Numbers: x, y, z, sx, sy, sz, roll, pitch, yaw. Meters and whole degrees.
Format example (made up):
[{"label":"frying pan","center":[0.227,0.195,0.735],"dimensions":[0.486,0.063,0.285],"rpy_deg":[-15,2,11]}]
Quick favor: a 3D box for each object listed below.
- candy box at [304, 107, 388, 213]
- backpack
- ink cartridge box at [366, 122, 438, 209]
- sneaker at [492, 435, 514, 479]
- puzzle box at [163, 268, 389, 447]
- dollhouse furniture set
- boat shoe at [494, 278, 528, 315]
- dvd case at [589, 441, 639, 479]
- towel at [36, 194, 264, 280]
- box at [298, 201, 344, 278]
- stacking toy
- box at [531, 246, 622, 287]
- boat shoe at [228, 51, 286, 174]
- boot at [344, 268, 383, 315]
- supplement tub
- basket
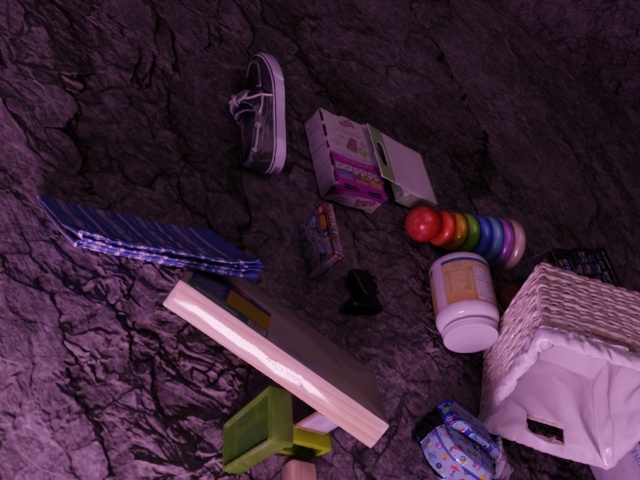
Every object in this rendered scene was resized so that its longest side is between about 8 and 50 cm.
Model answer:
[{"label":"candy box","center":[0.059,-0.191,1.949],"dimensions":[0.159,0.071,0.233],"rpy_deg":[15,49,-35]},{"label":"backpack","center":[0.268,0.408,1.560],"dimensions":[0.158,0.117,0.173],"rpy_deg":[40,8,-11]},{"label":"ink cartridge box","center":[0.191,-0.177,2.052],"dimensions":[0.235,0.056,0.171],"rpy_deg":[20,46,-43]},{"label":"sneaker","center":[0.388,0.472,1.735],"dimensions":[0.069,0.038,0.098],"rpy_deg":[34,50,-21]},{"label":"puzzle box","center":[-0.071,0.173,1.397],"dimensions":[0.409,0.052,0.272],"rpy_deg":[36,7,-6]},{"label":"dollhouse furniture set","center":[-0.035,0.413,1.281],"dimensions":[0.198,0.151,0.301],"rpy_deg":[22,45,-30]},{"label":"boat shoe","center":[0.569,0.136,2.134],"dimensions":[0.307,0.104,0.110],"rpy_deg":[-3,61,-45]},{"label":"dvd case","center":[0.695,0.552,1.806],"dimensions":[0.022,0.253,0.180],"rpy_deg":[-14,66,-16]},{"label":"towel","center":[-0.285,-0.011,1.380],"dimensions":[0.336,0.040,0.243],"rpy_deg":[13,10,-35]},{"label":"box","center":[0.000,0.000,1.713],"dimensions":[0.027,0.094,0.137],"rpy_deg":[14,50,-35]},{"label":"stacking toy","center":[0.352,-0.014,2.050],"dimensions":[0.331,0.141,0.141],"rpy_deg":[11,51,-29]},{"label":"box","center":[0.698,0.161,2.104],"dimensions":[0.293,0.073,0.295],"rpy_deg":[-2,66,-43]},{"label":"boat shoe","center":[-0.148,-0.290,1.807],"dimensions":[0.105,0.113,0.306],"rpy_deg":[9,68,-32]},{"label":"boot","center":[0.081,0.108,1.739],"dimensions":[0.121,0.045,0.099],"rpy_deg":[10,54,-48]},{"label":"supplement tub","center":[0.330,0.141,1.869],"dimensions":[0.144,0.144,0.199],"rpy_deg":[23,45,-29]},{"label":"basket","center":[0.548,0.266,1.765],"dimensions":[0.329,0.331,0.266],"rpy_deg":[18,41,-4]}]
